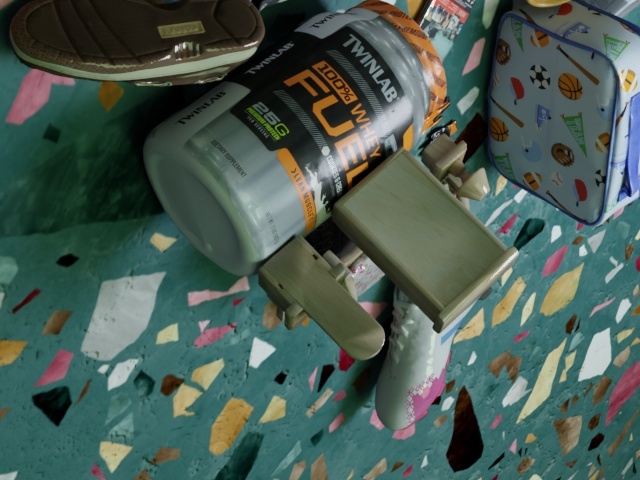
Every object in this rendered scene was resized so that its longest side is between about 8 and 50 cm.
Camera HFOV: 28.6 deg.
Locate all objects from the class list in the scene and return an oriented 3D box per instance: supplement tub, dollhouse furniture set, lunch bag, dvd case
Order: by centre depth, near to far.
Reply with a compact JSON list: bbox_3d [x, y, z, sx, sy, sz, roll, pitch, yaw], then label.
[{"bbox_3d":[-0.021,-0.122,1.383,0.316,0.193,0.194,-40,141,-23],"label":"supplement tub"},{"bbox_3d":[0.088,0.064,1.467,0.303,0.174,0.355,-40,165,-17],"label":"dollhouse furniture set"},{"bbox_3d":[0.150,-0.275,1.617,0.087,0.013,0.119,18,101,-53],"label":"dvd case"},{"bbox_3d":[0.351,-0.174,1.729,0.115,0.243,0.303,-32,136,-29],"label":"lunch bag"}]

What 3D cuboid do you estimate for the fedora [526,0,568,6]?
[{"bbox_3d":[0.304,-0.361,1.618,0.194,0.079,0.194,-19,153,-10],"label":"fedora"}]

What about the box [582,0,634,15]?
[{"bbox_3d":[0.422,-0.361,1.771,0.137,0.072,0.126,-35,176,-27],"label":"box"}]

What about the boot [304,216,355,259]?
[{"bbox_3d":[0.000,0.000,1.585,0.263,0.091,0.229,-22,131,-41],"label":"boot"}]

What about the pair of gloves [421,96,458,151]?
[{"bbox_3d":[0.158,-0.154,1.719,0.074,0.010,0.083,-45,145,-18],"label":"pair of gloves"}]

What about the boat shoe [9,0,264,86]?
[{"bbox_3d":[-0.183,-0.185,1.236,0.257,0.095,0.095,-4,158,-29],"label":"boat shoe"}]

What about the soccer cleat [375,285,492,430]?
[{"bbox_3d":[0.142,0.117,1.839,0.143,0.116,0.331,24,96,-38],"label":"soccer cleat"}]

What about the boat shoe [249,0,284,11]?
[{"bbox_3d":[-0.030,-0.284,1.359,0.206,0.065,0.075,-31,137,-31],"label":"boat shoe"}]
